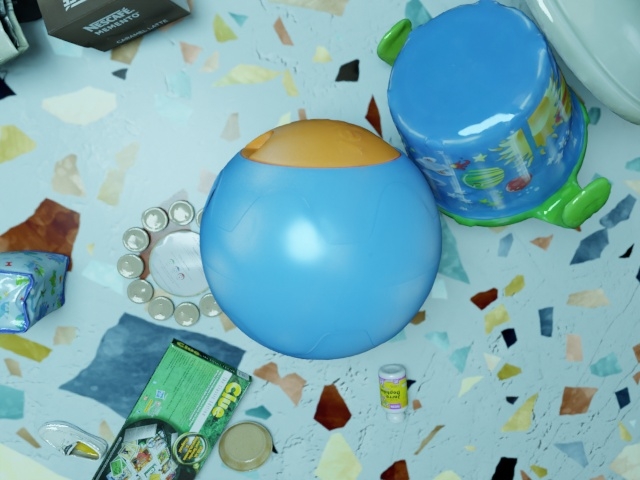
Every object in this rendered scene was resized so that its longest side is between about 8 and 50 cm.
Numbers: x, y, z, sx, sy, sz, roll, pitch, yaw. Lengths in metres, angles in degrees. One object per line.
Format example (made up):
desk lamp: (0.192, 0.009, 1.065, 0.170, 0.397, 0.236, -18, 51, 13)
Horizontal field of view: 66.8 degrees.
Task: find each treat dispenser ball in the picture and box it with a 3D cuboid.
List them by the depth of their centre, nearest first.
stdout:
treat dispenser ball: (0.000, 0.000, 0.593, 0.288, 0.288, 0.288, -1, 98, -9)

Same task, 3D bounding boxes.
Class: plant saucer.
plant saucer: (0.368, -0.342, 0.595, 0.400, 0.100, 0.400, 14, 64, -31)
plant saucer: (-0.117, 0.318, 0.755, 0.083, 0.015, 0.083, -1, 97, -8)

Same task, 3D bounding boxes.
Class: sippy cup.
sippy cup: (0.193, -0.152, 0.588, 0.305, 0.224, 0.240, 12, 85, 30)

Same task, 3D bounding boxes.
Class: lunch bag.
lunch bag: (-0.423, 0.059, 0.617, 0.151, 0.129, 0.096, 10, 95, -11)

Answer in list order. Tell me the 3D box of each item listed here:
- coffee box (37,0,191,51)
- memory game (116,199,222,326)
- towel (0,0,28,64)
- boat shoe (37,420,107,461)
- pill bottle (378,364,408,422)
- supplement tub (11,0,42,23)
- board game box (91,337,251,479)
coffee box: (-0.268, -0.373, 0.567, 0.141, 0.098, 0.246, -16, 94, 17)
memory game: (-0.199, 0.033, 0.707, 0.186, 0.012, 0.186, -1, 97, -8)
towel: (-0.507, -0.313, 0.535, 0.324, 0.056, 0.312, -13, 100, 17)
boat shoe: (-0.362, 0.295, 0.704, 0.100, 0.035, 0.035, 29, 92, -12)
pill bottle: (0.116, 0.242, 0.767, 0.043, 0.043, 0.083, -8, 98, -8)
supplement tub: (-0.399, -0.373, 0.575, 0.106, 0.106, 0.198, -19, 100, -6)
board game box: (-0.226, 0.290, 0.729, 0.136, 0.030, 0.260, 31, 92, -9)
